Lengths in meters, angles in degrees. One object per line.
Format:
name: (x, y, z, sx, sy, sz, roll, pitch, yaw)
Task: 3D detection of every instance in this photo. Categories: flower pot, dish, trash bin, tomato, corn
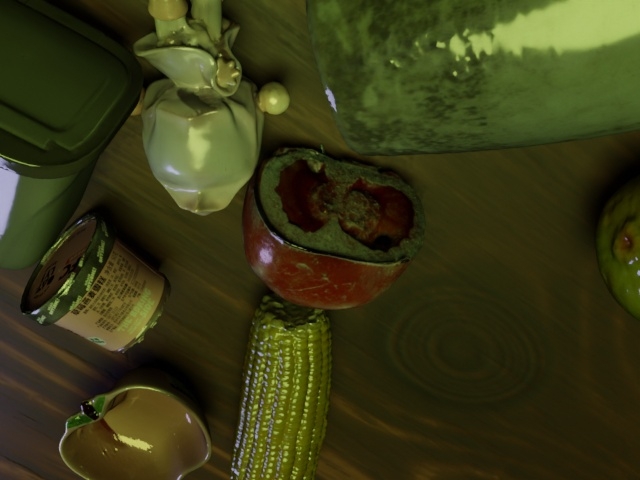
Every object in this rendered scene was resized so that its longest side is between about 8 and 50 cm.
flower pot: (0.169, -0.217, 0.859, 0.330, 0.293, 0.293, -13, 120, 14)
dish: (-0.257, 0.257, 1.238, 0.214, 0.090, 0.213, -1, 123, -2)
trash bin: (-0.330, -0.109, 0.918, 0.220, 0.219, 0.250, 29, 141, -6)
tomato: (0.000, 0.000, 1.059, 0.214, 0.180, 0.155, 19, 133, -10)
corn: (-0.053, 0.228, 1.202, 0.131, 0.131, 0.344, 6, 120, -4)

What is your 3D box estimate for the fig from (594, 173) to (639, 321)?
fig: (0.450, 0.018, 1.038, 0.230, 0.207, 0.207, 27, 117, -20)

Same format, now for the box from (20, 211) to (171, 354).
box: (-0.275, 0.061, 1.094, 0.151, 0.151, 0.135, -40, 122, 20)

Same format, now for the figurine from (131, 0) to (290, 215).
figurine: (-0.136, -0.165, 0.965, 0.200, 0.133, 0.275, -1, 119, 4)
